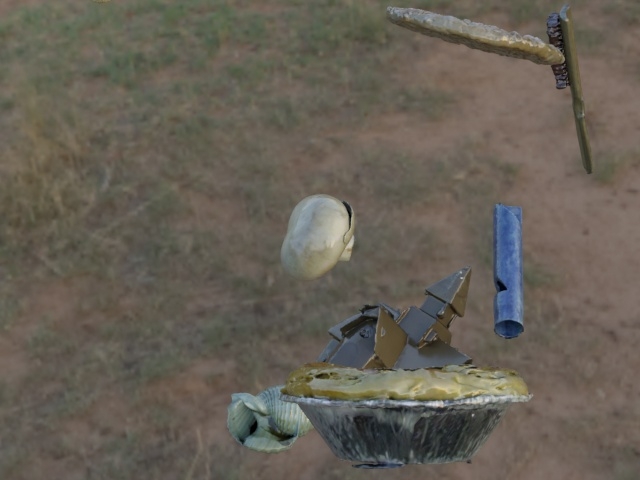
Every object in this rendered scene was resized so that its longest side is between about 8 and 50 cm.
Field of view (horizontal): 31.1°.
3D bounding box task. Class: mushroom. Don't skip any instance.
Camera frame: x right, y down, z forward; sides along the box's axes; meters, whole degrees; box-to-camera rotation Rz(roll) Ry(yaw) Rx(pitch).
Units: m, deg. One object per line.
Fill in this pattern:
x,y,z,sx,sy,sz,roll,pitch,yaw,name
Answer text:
0.000,0.000,1.905,0.122,0.154,0.154,24,21,-22,mushroom

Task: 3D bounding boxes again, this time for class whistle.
0.368,0.051,2.258,0.062,0.062,0.304,-1,51,9,whistle

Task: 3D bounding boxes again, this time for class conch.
-0.083,0.325,2.060,0.153,0.102,0.135,-3,53,17,conch

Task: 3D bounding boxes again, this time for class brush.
0.341,-0.200,1.567,0.036,0.248,0.043,-3,38,22,brush

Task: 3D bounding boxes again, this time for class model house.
0.117,0.123,1.520,0.181,0.176,0.248,29,79,42,model house

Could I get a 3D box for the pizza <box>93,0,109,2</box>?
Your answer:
-0.289,-0.514,1.748,0.081,0.229,0.289,16,70,-4,pizza

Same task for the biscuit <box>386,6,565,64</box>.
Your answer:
0.098,-0.131,0.735,0.120,0.015,0.120,14,9,-2,biscuit

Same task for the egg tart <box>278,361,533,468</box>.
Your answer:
0.076,0.156,1.042,0.234,0.094,0.234,1,-8,0,egg tart
